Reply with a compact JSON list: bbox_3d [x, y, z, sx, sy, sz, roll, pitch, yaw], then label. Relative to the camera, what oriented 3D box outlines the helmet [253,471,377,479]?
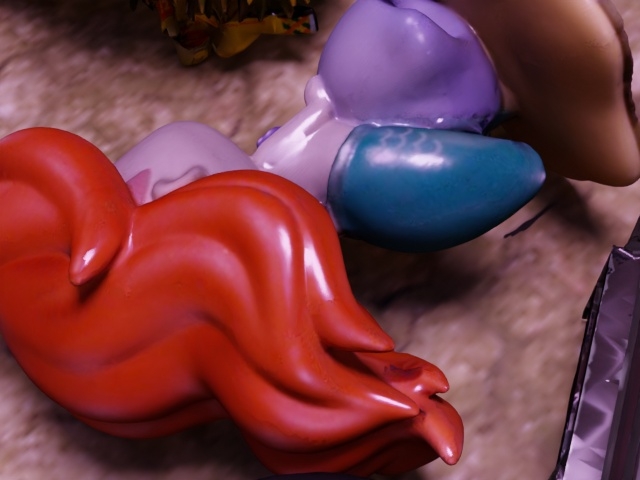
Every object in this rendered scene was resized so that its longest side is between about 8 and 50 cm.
[{"bbox_3d":[-0.009,0.173,0.339,0.189,0.216,0.193,-5,29,-28],"label":"helmet"}]

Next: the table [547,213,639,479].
[{"bbox_3d":[0.122,0.063,0.397,0.062,0.175,0.146,14,64,10],"label":"table"}]

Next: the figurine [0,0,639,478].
[{"bbox_3d":[-0.004,-0.006,0.453,0.257,0.181,0.208,-38,93,-5],"label":"figurine"}]

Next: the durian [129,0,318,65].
[{"bbox_3d":[-0.092,-0.240,0.548,0.258,0.258,0.293,-22,67,-5],"label":"durian"}]
